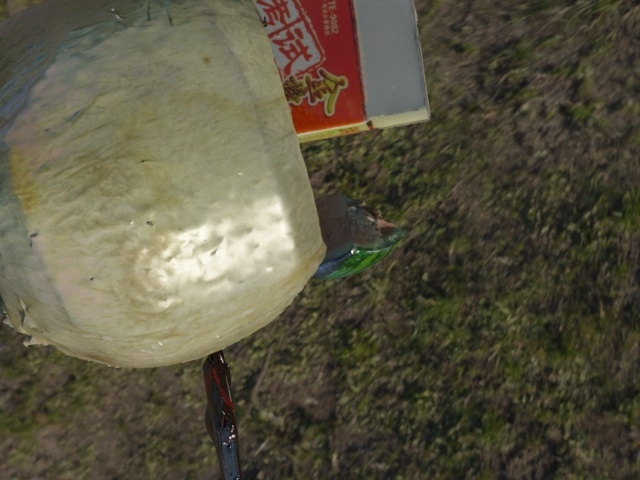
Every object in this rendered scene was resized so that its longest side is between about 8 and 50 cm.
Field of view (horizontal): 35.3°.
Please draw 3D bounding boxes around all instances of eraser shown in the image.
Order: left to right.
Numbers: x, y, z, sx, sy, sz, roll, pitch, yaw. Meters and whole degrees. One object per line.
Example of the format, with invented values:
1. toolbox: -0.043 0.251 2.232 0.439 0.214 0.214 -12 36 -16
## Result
1. eraser: -0.020 -0.170 0.948 0.230 0.038 0.157 -9 77 10

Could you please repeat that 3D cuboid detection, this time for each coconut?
1. coconut: -0.139 -0.044 0.759 0.254 0.297 0.297 -16 101 0

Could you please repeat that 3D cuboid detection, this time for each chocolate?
1. chocolate: -0.086 0.164 0.884 0.028 0.086 0.183 -7 134 -10

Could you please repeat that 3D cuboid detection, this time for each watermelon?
1. watermelon: 0.003 0.022 1.557 0.231 0.146 0.128 -15 116 26
